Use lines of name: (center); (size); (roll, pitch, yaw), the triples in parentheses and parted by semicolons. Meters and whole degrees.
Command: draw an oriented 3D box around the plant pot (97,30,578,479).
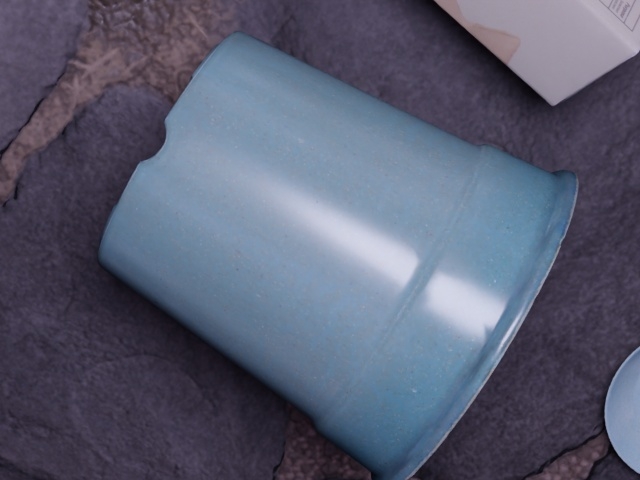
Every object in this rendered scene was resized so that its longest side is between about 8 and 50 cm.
plant pot: (0.000, 0.000, 1.122); (0.334, 0.341, 0.341); (30, 107, -1)

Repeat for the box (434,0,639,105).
box: (0.156, -0.282, 1.080); (0.311, 0.148, 0.121); (40, 146, -12)

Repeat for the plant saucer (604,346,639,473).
plant saucer: (0.400, 0.172, 1.314); (0.195, 0.037, 0.195); (0, 109, 1)
